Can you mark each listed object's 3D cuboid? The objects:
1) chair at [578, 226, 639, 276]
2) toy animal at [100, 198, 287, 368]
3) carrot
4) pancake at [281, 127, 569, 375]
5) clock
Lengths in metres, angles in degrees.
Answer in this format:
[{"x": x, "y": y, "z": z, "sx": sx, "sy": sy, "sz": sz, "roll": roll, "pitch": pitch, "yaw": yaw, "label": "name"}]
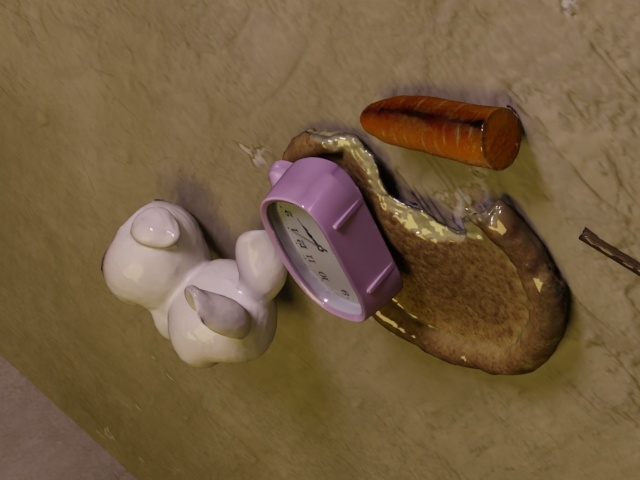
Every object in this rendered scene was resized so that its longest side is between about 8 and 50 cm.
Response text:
[{"x": 0.305, "y": 0.020, "z": 0.552, "sx": 0.325, "sy": 0.160, "sz": 0.170, "roll": 38, "pitch": 135, "yaw": 18, "label": "chair"}, {"x": -0.133, "y": 0.041, "z": 1.281, "sx": 0.193, "sy": 0.127, "sz": 0.178, "roll": 34, "pitch": 151, "yaw": 24, "label": "toy animal"}, {"x": 0.082, "y": -0.086, "z": 0.879, "sx": 0.139, "sy": 0.048, "sz": 0.048, "roll": 19, "pitch": 145, "yaw": 46, "label": "carrot"}, {"x": 0.083, "y": 0.011, "z": 1.034, "sx": 0.288, "sy": 0.033, "sz": 0.286, "roll": 47, "pitch": 155, "yaw": -7, "label": "pancake"}, {"x": 0.000, "y": 0.000, "z": 1.044, "sx": 0.110, "sy": 0.050, "sz": 0.153, "roll": 12, "pitch": 139, "yaw": 47, "label": "clock"}]
